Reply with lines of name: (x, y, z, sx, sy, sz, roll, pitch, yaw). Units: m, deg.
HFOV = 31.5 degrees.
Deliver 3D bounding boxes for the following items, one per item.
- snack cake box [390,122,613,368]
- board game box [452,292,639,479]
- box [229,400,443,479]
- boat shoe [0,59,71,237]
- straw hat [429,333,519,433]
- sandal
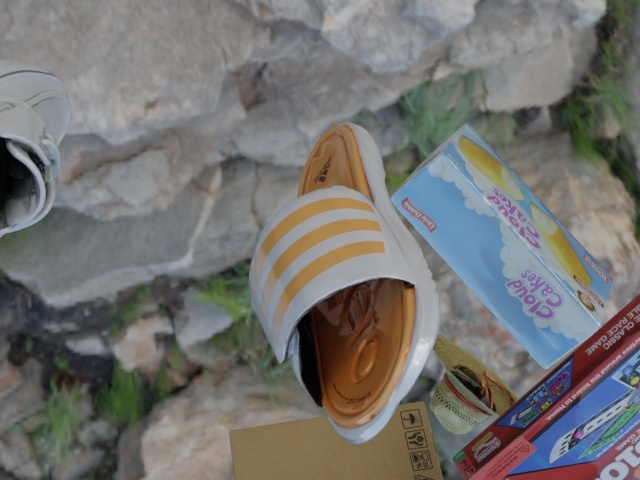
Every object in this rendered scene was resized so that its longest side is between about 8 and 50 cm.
snack cake box: (0.214, 0.001, 1.314, 0.264, 0.152, 0.089, 47, 115, -2)
board game box: (0.235, 0.091, 0.773, 0.281, 0.027, 0.145, -43, 132, 9)
box: (0.021, 0.226, 0.870, 0.164, 0.201, 0.021, -8, 145, -5)
boat shoe: (-0.199, -0.037, 0.678, 0.084, 0.258, 0.095, 13, 121, 10)
straw hat: (0.147, 0.166, 1.168, 0.144, 0.144, 0.061, 31, 107, -37)
sandal: (-0.005, 0.008, 0.641, 0.076, 0.265, 0.102, 21, 117, -21)
